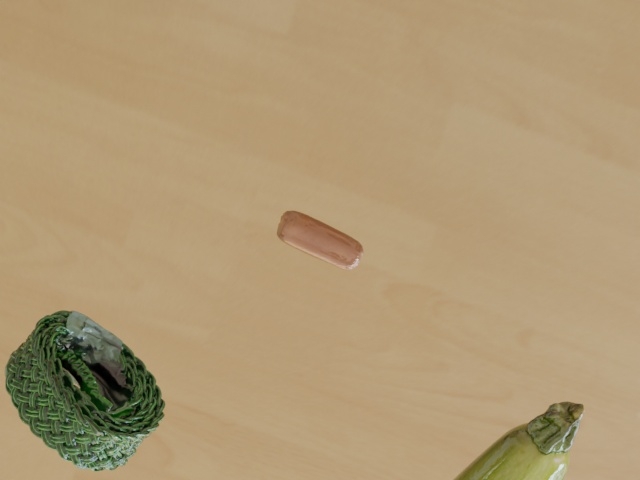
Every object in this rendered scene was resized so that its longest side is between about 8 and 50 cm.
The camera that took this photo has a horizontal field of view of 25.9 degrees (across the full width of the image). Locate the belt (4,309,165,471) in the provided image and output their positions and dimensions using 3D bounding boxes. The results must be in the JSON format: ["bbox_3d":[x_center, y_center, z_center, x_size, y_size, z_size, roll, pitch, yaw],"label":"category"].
[{"bbox_3d":[-0.219,0.139,1.255,0.151,0.121,0.079,48,118,6],"label":"belt"}]

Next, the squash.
[{"bbox_3d":[0.152,0.203,1.123,0.075,0.090,0.200,43,110,-1],"label":"squash"}]

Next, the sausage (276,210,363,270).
[{"bbox_3d":[0.000,0.000,1.280,0.083,0.034,0.034,25,80,-7],"label":"sausage"}]
